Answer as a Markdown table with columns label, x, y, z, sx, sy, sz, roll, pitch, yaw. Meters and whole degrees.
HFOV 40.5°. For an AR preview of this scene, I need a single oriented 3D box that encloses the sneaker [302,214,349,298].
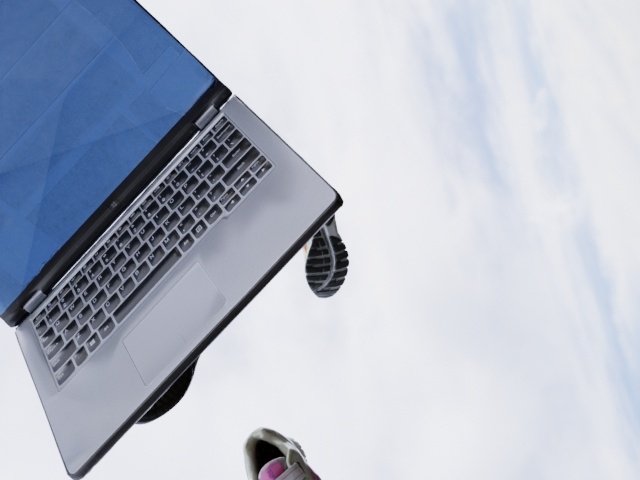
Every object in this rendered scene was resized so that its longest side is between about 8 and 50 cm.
| label | x | y | z | sx | sy | sz | roll | pitch | yaw |
| --- | --- | --- | --- | --- | --- | --- | --- | --- | --- |
| sneaker | 0.000 | 0.000 | 1.571 | 0.094 | 0.081 | 0.209 | -152 | 57 | -77 |

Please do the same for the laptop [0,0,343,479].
| label | x | y | z | sx | sy | sz | roll | pitch | yaw |
| --- | --- | --- | --- | --- | --- | --- | --- | --- | --- |
| laptop | -0.261 | -0.054 | 0.902 | 0.236 | 0.382 | 0.408 | 40 | -175 | -43 |

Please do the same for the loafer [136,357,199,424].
| label | x | y | z | sx | sy | sz | roll | pitch | yaw |
| --- | --- | --- | --- | --- | --- | --- | --- | --- | --- |
| loafer | -0.207 | 0.159 | 1.145 | 0.080 | 0.078 | 0.220 | 47 | -137 | -14 |

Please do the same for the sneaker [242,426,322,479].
| label | x | y | z | sx | sy | sz | roll | pitch | yaw |
| --- | --- | --- | --- | --- | --- | --- | --- | --- | --- |
| sneaker | -0.041 | 0.361 | 1.221 | 0.252 | 0.103 | 0.111 | 41 | 174 | 42 |
